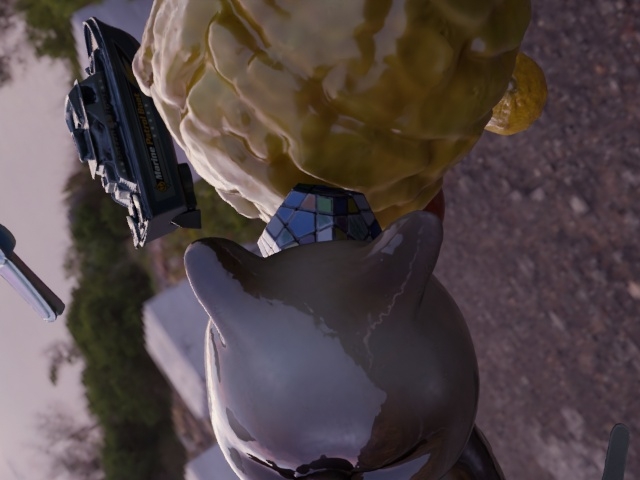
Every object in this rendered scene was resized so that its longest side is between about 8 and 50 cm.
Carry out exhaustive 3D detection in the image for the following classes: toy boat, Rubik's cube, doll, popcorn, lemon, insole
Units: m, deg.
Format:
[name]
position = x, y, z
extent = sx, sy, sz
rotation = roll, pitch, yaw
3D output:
[toy boat]
position = -0.244, -0.141, 1.583
extent = 0.114, 0.122, 0.296
rotation = 127, 126, -67
[Rubik's cube]
position = 0.000, 0.000, 1.129
extent = 0.111, 0.093, 0.111
rotation = 52, 158, 31
[doll]
position = 0.031, 0.156, 1.017
extent = 0.370, 0.215, 0.226
rotation = 67, -157, -53
[popcorn]
position = 0.015, -0.202, 1.239
extent = 0.354, 0.344, 0.390
rotation = -18, 67, 50
[lemon]
position = 0.249, -0.199, 1.737
extent = 0.114, 0.114, 0.155
rotation = 57, -171, 2
[insole]
position = 0.355, 0.298, 1.569
extent = 0.002, 0.053, 0.153
rotation = 1, 78, 52

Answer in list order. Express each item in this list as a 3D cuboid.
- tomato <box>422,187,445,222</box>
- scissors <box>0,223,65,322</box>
[tomato]
position = 0.052, -0.038, 1.697
extent = 0.208, 0.208, 0.184
rotation = 52, 130, 16
[scissors]
position = -0.347, 0.000, 1.344
extent = 0.125, 0.030, 0.256
rotation = -6, 138, 34
